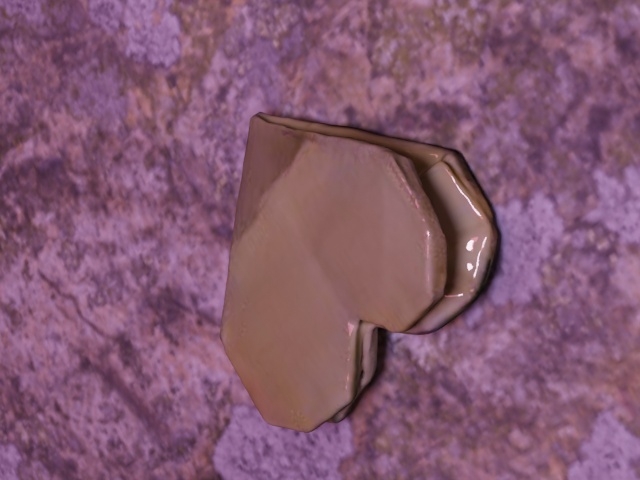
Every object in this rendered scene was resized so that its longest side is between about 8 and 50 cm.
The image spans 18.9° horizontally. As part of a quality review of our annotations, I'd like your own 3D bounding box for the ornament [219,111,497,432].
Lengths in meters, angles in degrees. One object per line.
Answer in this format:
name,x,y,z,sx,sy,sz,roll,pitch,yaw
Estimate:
ornament,0.000,0.000,1.125,0.201,0.059,0.180,-47,64,39
